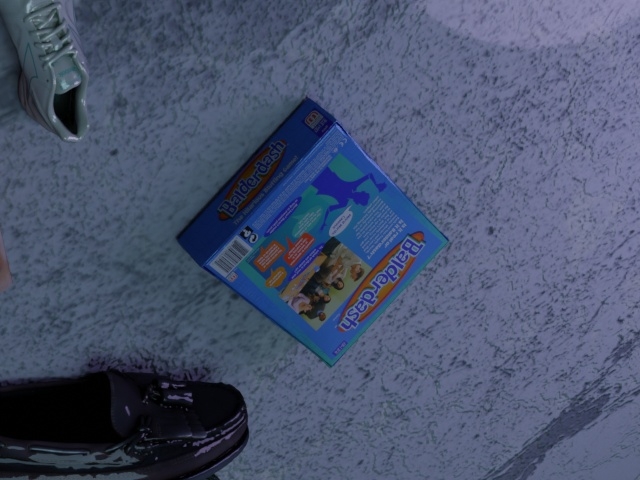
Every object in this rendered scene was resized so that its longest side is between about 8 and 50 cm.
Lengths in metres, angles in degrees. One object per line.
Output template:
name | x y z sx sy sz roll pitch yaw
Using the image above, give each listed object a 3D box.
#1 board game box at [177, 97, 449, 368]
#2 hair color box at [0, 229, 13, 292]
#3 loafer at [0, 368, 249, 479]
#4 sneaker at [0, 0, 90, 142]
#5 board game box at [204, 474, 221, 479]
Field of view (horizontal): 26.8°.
board game box | 0.000 0.000 1.142 0.160 0.047 0.210 -47 137 0
hair color box | -0.267 -0.019 0.893 0.093 0.053 0.167 -43 144 -38
loafer | -0.188 0.150 1.069 0.302 0.109 0.095 -8 122 -30
sneaker | -0.178 -0.133 0.893 0.053 0.061 0.152 -25 132 -19
board game box | -0.200 0.295 1.188 0.259 0.030 0.136 -44 161 -3
